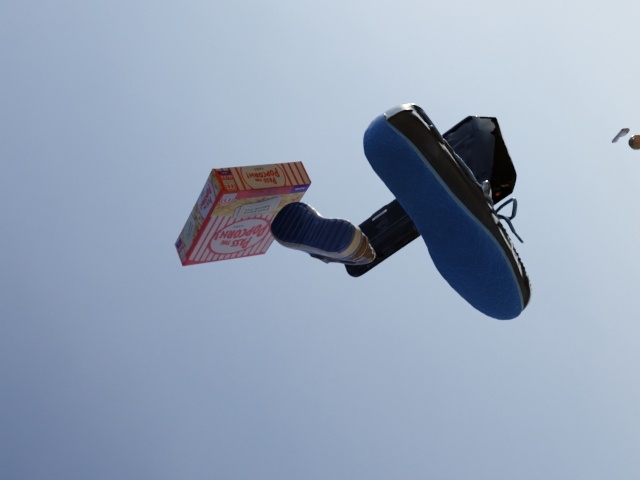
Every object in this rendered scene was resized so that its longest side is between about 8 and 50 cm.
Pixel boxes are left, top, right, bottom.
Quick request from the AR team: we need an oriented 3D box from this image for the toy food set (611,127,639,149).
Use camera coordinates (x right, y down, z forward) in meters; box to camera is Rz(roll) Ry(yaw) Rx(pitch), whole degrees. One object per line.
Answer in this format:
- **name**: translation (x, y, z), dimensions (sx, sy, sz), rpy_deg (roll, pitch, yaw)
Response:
- **toy food set**: translation (0.441, -0.130, 0.981), dimensions (0.078, 0.122, 0.019), rpy_deg (55, -148, -78)

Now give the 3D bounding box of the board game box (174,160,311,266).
- **board game box**: translation (-0.118, -0.039, 1.143), dimensions (0.147, 0.193, 0.045), rpy_deg (-9, -118, -33)

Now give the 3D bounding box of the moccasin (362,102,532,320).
- **moccasin**: translation (0.202, -0.049, 1.072), dimensions (0.117, 0.138, 0.342), rpy_deg (-44, -73, -40)

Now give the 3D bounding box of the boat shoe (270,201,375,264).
- **boat shoe**: translation (0.000, 0.000, 1.028), dimensions (0.066, 0.183, 0.066), rpy_deg (38, -98, -37)

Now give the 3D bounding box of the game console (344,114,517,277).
- **game console**: translation (0.174, -0.068, 1.350), dimensions (0.044, 0.361, 0.213), rpy_deg (38, -148, -29)
